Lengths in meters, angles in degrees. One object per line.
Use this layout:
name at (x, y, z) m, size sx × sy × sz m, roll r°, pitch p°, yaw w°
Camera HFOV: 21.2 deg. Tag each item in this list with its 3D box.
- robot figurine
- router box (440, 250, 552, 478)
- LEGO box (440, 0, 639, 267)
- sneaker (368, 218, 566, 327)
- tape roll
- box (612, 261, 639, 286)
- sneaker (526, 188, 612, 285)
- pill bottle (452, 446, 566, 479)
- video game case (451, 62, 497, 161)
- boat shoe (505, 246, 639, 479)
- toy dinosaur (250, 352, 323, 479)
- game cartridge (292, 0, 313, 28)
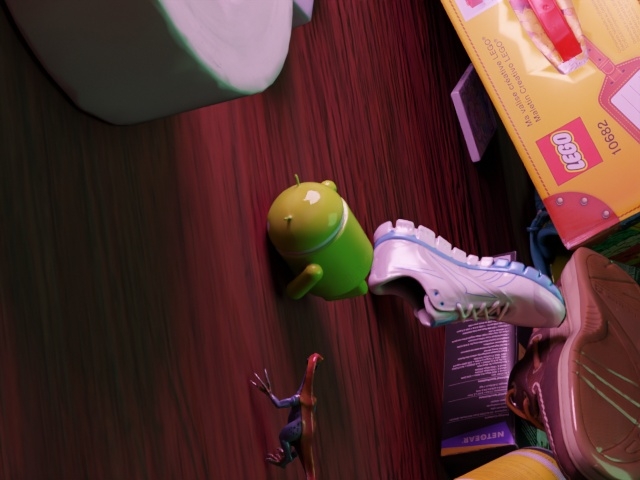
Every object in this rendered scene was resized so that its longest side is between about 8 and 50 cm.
robot figurine at (0.000, 0.000, 1.368) m, size 0.115 × 0.067 × 0.101 m, roll 56°, pitch 34°, yaw -43°
router box at (0.218, 0.202, 1.792) m, size 0.309 × 0.081 × 0.243 m, roll 57°, pitch 28°, yaw -42°
LEGO box at (0.288, -0.238, 1.902) m, size 0.500 × 0.193 × 0.372 m, roll 65°, pitch 18°, yaw 14°
sneaker at (0.130, 0.054, 1.563) m, size 0.071 × 0.191 × 0.083 m, roll 106°, pitch 3°, yaw -52°
tape roll at (-0.121, -0.224, 1.145) m, size 0.286 × 0.100 × 0.286 m, roll -13°, pitch 90°, yaw -69°
box at (0.445, 0.208, 2.387) m, size 0.293 × 0.073 × 0.295 m, roll -58°, pitch 132°, yaw -61°
sneaker at (0.311, -0.020, 2.144) m, size 0.110 × 0.107 × 0.275 m, roll 32°, pitch 48°, yaw -50°
pill bottle at (0.154, 0.254, 1.529) m, size 0.184 × 0.103 × 0.103 m, roll -14°, pitch 91°, yaw -51°
video game case at (0.181, -0.152, 2.004) m, size 0.122 × 0.011 × 0.087 m, roll -56°, pitch 129°, yaw -63°
boat shoe at (0.240, 0.139, 1.602) m, size 0.123 × 0.123 × 0.342 m, roll 34°, pitch 28°, yaw -15°
toy dinosaur at (-0.009, 0.128, 1.266) m, size 0.047 × 0.090 × 0.082 m, roll 1°, pitch 122°, yaw -59°
game cartridge at (-0.063, -0.332, 1.426) m, size 0.196 × 0.060 × 0.294 m, roll 36°, pitch 45°, yaw -55°
